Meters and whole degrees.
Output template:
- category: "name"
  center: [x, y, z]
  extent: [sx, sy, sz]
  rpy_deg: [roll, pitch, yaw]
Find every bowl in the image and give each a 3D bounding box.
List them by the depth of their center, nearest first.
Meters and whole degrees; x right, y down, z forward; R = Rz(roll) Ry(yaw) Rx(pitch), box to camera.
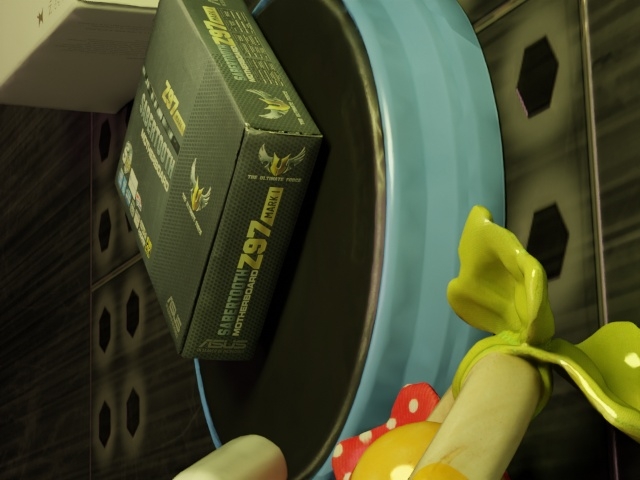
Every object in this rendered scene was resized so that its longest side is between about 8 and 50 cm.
- category: "bowl"
  center: [0.000, 0.000, 1.170]
  extent: [0.391, 0.077, 0.391]
  rpy_deg: [-176, 90, -67]

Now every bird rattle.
- category: "bird rattle"
  center: [0.054, 0.113, 0.860]
  extent: [0.253, 0.143, 0.207]
  rpy_deg: [-47, 2, 41]

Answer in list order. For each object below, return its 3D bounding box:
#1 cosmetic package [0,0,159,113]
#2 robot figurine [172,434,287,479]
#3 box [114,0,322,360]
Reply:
- category: "cosmetic package"
  center: [-0.211, -0.265, 1.606]
  extent: [0.385, 0.156, 0.217]
  rpy_deg: [157, 113, -63]
- category: "robot figurine"
  center: [-0.063, 0.263, 0.960]
  extent: [0.353, 0.200, 0.300]
  rpy_deg: [-32, -56, -76]
- category: "box"
  center: [-0.079, -0.056, 1.190]
  extent: [0.233, 0.059, 0.183]
  rpy_deg: [-118, 40, -51]
